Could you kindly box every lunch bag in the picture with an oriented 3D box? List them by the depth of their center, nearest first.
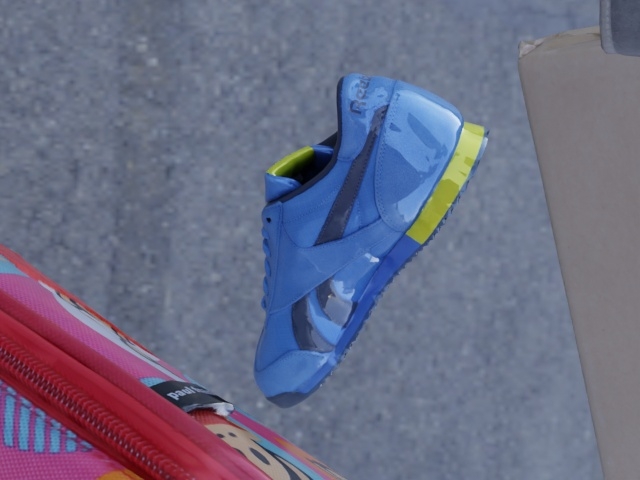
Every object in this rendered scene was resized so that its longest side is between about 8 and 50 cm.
[{"bbox_3d":[-0.059,0.105,0.510,0.120,0.258,0.293,-57,145,-9],"label":"lunch bag"}]

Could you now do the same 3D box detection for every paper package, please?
[{"bbox_3d":[0.302,0.008,0.944,0.168,0.309,0.324,-17,99,-35],"label":"paper package"}]

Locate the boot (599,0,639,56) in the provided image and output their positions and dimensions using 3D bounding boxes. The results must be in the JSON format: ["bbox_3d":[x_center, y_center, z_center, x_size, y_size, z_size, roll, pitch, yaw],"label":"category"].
[{"bbox_3d":[0.194,-0.065,0.505,0.076,0.209,0.189,32,65,-71],"label":"boot"}]

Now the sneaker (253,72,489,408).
[{"bbox_3d":[0.000,0.000,0.751,0.082,0.209,0.069,26,43,-7],"label":"sneaker"}]
